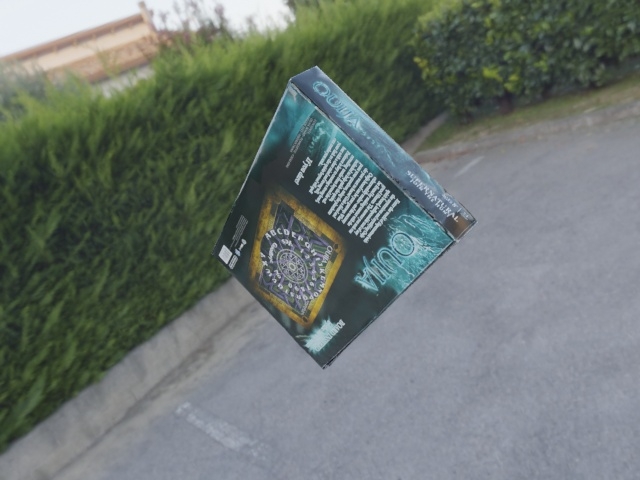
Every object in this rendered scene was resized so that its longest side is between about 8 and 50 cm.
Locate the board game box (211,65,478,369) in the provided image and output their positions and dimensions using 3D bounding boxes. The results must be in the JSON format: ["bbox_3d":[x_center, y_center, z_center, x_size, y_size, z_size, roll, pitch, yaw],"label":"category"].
[{"bbox_3d":[0.000,0.000,0.390,0.026,0.126,0.186,-38,-10,-38],"label":"board game box"}]
